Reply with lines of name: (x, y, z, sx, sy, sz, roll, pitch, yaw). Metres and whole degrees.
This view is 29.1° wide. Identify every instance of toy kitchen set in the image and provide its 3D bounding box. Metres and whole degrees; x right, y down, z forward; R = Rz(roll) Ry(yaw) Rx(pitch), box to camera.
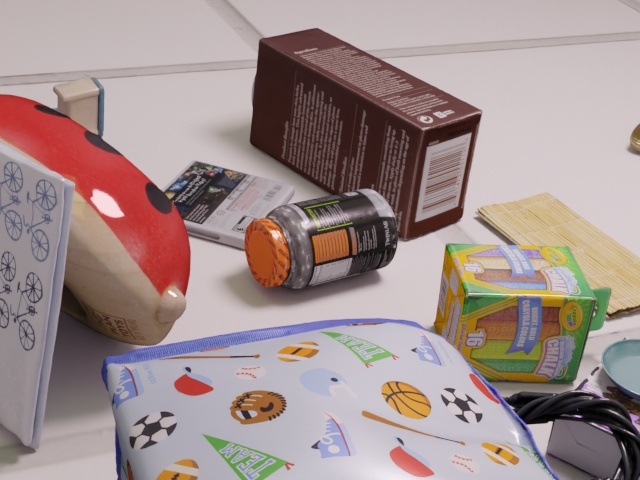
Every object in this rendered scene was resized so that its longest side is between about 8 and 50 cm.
toy kitchen set: (-0.376, -0.199, 1.899, 0.122, 0.166, 0.207, -12, 35, -30)

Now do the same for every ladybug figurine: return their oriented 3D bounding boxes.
ladybug figurine: (-0.315, -0.039, 1.486, 0.449, 0.305, 0.162, 33, 69, 23)

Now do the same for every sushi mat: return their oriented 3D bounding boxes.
sushi mat: (0.379, 0.016, 1.827, 0.151, 0.019, 0.316, -10, 34, -29)

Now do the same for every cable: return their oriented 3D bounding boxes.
cable: (0.259, 0.234, 1.329, 0.184, 0.047, 0.150, 4, 57, 16)

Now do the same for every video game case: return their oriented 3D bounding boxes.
video game case: (-0.151, -0.056, 1.842, 0.173, 0.022, 0.190, 15, 32, 14)

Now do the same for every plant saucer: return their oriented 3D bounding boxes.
plant saucer: (0.384, 0.157, 1.436, 0.119, 0.021, 0.119, 4, 30, -2)

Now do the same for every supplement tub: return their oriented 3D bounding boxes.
supplement tub: (0.000, 0.000, 1.680, 0.190, 0.117, 0.117, -12, 35, -30)

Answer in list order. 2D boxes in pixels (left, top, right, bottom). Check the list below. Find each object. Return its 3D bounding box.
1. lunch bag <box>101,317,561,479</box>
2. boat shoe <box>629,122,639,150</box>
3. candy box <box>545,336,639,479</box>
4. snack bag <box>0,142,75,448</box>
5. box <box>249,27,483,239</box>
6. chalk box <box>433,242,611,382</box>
lunch bag: (0.020, 0.237, 1.157, 0.385, 0.239, 0.328, -12, 32, -16)
boat shoe: (0.600, -0.190, 2.217, 0.056, 0.048, 0.153, 35, 45, 20)
candy box: (0.383, 0.210, 1.437, 0.165, 0.070, 0.196, 24, 34, 27)
snack bag: (-0.398, 0.017, 1.360, 0.342, 0.323, 0.037, 29, 28, 34)
box: (0.060, -0.175, 1.926, 0.143, 0.191, 0.381, -20, 40, -39)
chalk box: (0.264, 0.091, 1.559, 0.213, 0.132, 0.132, 2, 30, -6)
